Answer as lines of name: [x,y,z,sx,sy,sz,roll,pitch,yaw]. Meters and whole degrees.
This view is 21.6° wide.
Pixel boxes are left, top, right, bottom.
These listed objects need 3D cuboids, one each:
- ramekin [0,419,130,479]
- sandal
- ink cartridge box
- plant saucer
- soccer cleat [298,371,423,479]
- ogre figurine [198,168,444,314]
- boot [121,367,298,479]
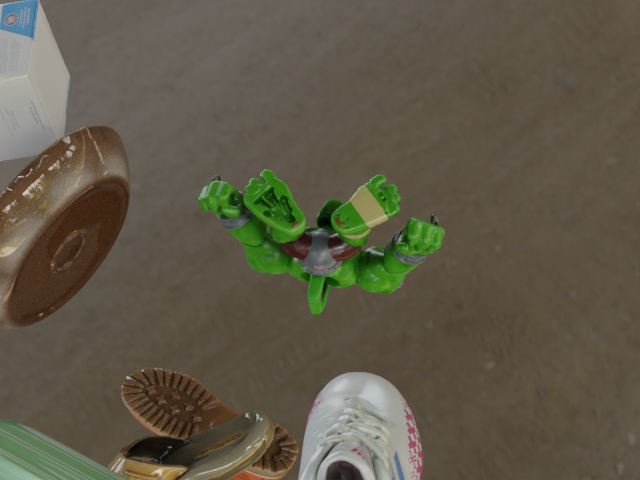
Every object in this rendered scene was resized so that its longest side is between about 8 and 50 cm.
ramekin: [-0.167,0.231,0.784,0.148,0.303,0.303,32,61,10]
sandal: [-0.120,0.167,1.236,0.180,0.049,0.072,-29,24,5]
ink cartridge box: [-0.285,-0.121,1.346,0.143,0.090,0.092,-8,49,8]
plant saucer: [-0.211,0.000,1.331,0.036,0.198,0.198,36,65,15]
soccer cleat: [0.036,0.210,1.535,0.116,0.143,0.331,3,38,4]
ogre figurine: [0.000,0.000,1.420,0.197,0.118,0.097,-7,61,-3]
boot: [-0.103,0.169,1.423,0.158,0.084,0.059,29,55,1]
